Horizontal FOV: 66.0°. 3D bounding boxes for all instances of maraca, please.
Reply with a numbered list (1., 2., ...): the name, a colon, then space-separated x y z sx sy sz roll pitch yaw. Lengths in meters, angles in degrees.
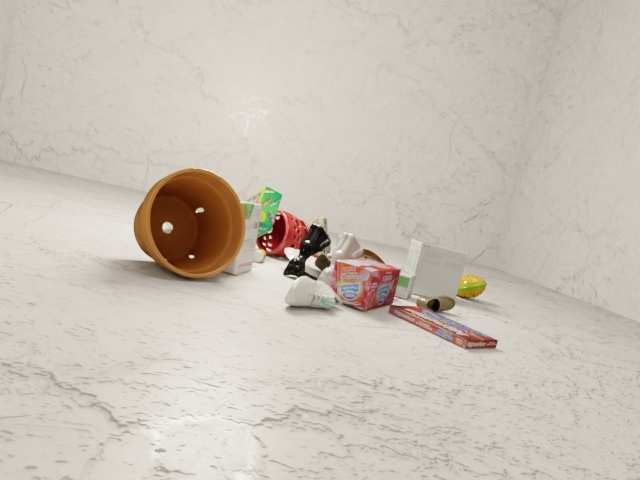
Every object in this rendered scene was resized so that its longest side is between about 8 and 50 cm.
1. maraca: 0.623 0.201 2.123 0.185 0.099 0.127 -13 -8 34

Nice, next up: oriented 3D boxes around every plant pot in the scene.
1. plant pot: -0.148 -0.023 2.053 0.191 0.191 0.174 19 2 43
2. plant pot: -0.385 -0.040 1.368 0.290 0.291 0.203 8 -9 -43

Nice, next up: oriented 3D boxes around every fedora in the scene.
1. fedora: 0.152 0.117 1.731 0.194 0.195 0.079 17 44 33

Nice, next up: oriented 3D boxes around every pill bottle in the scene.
1. pill bottle: -0.225 0.055 1.817 0.043 0.044 0.083 14 6 3

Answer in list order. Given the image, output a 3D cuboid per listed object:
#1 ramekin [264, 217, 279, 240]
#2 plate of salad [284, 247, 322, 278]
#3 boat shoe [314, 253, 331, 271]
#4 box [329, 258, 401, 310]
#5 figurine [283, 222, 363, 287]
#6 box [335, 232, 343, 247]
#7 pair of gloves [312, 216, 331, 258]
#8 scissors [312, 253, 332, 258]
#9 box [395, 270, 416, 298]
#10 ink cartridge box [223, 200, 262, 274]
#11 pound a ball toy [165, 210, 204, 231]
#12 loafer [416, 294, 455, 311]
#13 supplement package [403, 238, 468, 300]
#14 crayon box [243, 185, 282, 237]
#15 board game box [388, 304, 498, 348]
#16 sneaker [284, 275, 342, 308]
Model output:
1. ramekin: -0.319 -0.072 2.425 0.272 0.127 0.273 14 6 -1
2. plate of salad: -0.050 0.092 1.795 0.199 0.048 0.200 32 14 -9
3. boat shoe: 0.043 0.111 1.710 0.060 0.064 0.178 37 7 -37
4. box: 0.141 0.131 1.521 0.128 0.123 0.256 17 6 27
5. figurine: 0.006 0.064 1.655 0.214 0.210 0.092 17 -33 30
6. box: 0.081 0.045 2.114 0.038 0.145 0.186 12 5 2
7. pair of gloves: 0.000 0.000 2.151 0.042 0.204 0.240 -8 3 12
8. scissors: 0.035 0.080 2.332 0.296 0.021 0.109 12 3 -25
9. box: 0.285 0.155 1.796 0.101 0.087 0.102 15 7 20
10. ink cartridge box: -0.263 -0.015 1.540 0.092 0.220 0.160 11 4 12
11. pound a ball toy: -0.521 -0.063 2.025 0.208 0.136 0.319 38 4 -5
12. loafer: 0.393 0.216 1.652 0.147 0.056 0.050 1 10 -20
13. supplement package: 0.447 0.118 1.965 0.194 0.203 0.149 13 5 -8
14. crayon box: -0.272 -0.093 1.987 0.081 0.166 0.278 28 -27 -25
15. board game box: 0.341 0.241 1.400 0.145 0.027 0.281 7 8 -38
16. sneaker: -0.009 0.148 1.298 0.094 0.080 0.212 30 11 27
